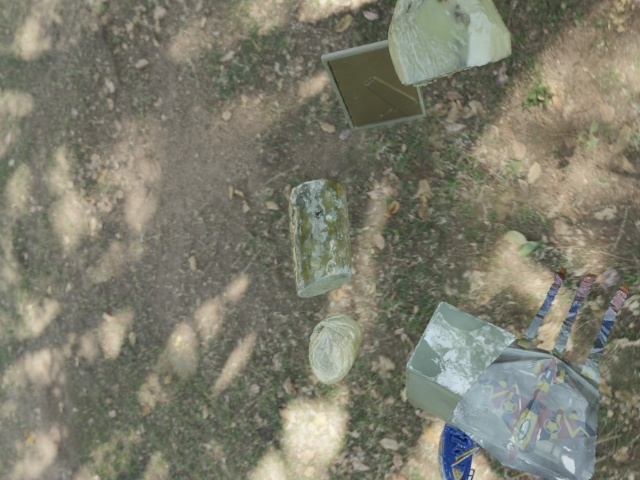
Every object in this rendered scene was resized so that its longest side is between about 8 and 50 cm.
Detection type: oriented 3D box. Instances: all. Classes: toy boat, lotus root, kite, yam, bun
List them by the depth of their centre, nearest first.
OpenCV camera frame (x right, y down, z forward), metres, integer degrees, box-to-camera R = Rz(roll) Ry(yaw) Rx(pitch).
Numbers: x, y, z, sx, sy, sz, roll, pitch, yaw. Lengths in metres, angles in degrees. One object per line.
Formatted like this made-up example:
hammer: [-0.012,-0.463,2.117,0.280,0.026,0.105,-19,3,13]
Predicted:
kite: [0.248,0.129,0.605,0.141,0.015,0.245,22,63,29]
lotus root: [0.125,-0.247,0.643,0.143,0.070,0.144,-12,99,64]
bun: [0.016,0.172,0.924,0.069,0.115,0.115,28,107,-12]
yam: [0.000,0.000,0.998,0.107,0.107,0.194,-18,64,30]
toy boat: [0.302,0.462,1.222,0.091,0.175,0.110,26,133,-4]

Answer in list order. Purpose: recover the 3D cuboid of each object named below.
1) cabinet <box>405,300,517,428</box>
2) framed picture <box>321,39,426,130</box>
cabinet: [0.252,0.241,1.065,0.150,0.206,0.145,25,66,21]
framed picture: [0.123,-0.330,1.234,0.184,0.250,0.016,-9,63,16]
